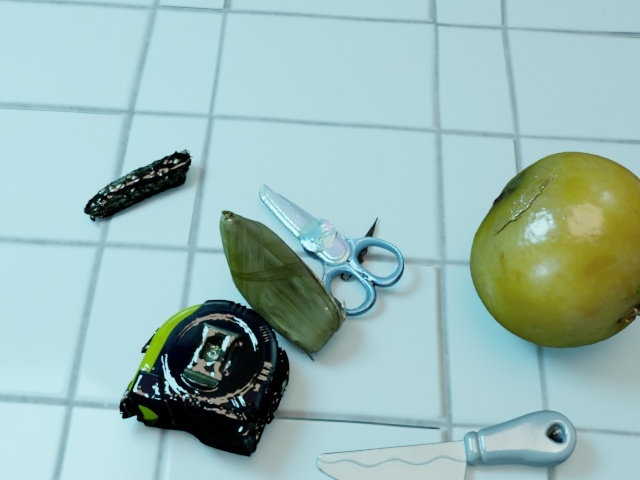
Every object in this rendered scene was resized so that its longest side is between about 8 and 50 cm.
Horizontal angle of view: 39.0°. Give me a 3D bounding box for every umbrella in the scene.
[{"bbox_3d":[0.064,0.012,1.328,0.022,0.013,0.122,13,57,30],"label":"umbrella"}]

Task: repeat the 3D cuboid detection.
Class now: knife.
[{"bbox_3d":[0.163,0.281,1.147,0.331,0.044,0.080,-10,65,-2],"label":"knife"}]

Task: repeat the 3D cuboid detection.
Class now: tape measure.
[{"bbox_3d":[-0.142,0.165,1.163,0.199,0.112,0.186,16,56,7],"label":"tape measure"}]

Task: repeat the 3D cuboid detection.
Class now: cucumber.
[{"bbox_3d":[-0.272,-0.083,1.353,0.181,0.053,0.053,-27,62,-18],"label":"cucumber"}]

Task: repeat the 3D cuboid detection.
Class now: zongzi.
[{"bbox_3d":[-0.057,0.050,1.189,0.099,0.197,0.194,-43,70,-9],"label":"zongzi"}]

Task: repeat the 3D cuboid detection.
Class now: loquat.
[{"bbox_3d":[0.322,0.012,1.196,0.263,0.263,0.263,1,57,-2],"label":"loquat"}]

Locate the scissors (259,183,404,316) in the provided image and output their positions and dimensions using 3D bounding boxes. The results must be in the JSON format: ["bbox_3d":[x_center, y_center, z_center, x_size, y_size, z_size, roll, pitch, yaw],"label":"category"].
[{"bbox_3d":[0.000,0.000,1.316,0.256,0.030,0.125,40,76,25],"label":"scissors"}]
